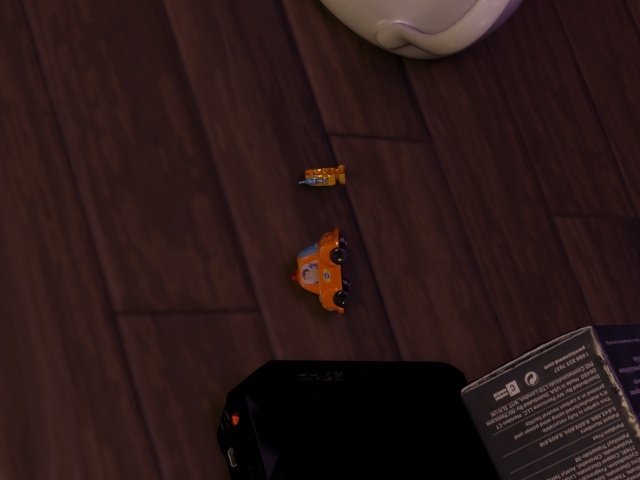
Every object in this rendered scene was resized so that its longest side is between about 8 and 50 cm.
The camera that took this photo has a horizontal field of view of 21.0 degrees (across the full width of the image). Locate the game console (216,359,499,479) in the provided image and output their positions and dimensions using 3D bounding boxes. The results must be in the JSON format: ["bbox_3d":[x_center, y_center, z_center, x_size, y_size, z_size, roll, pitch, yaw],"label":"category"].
[{"bbox_3d":[0.062,0.245,1.100,0.213,0.044,0.361,3,62,-43],"label":"game console"}]

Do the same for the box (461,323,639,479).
[{"bbox_3d":[0.207,0.171,1.209,0.207,0.108,0.153,66,20,13],"label":"box"}]

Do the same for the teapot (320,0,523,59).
[{"bbox_3d":[0.098,-0.279,1.389,0.252,0.187,0.256,-27,84,-49],"label":"teapot"}]

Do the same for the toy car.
[{"bbox_3d":[0.000,0.000,1.231,0.040,0.060,0.122,-4,35,2],"label":"toy car"}]
